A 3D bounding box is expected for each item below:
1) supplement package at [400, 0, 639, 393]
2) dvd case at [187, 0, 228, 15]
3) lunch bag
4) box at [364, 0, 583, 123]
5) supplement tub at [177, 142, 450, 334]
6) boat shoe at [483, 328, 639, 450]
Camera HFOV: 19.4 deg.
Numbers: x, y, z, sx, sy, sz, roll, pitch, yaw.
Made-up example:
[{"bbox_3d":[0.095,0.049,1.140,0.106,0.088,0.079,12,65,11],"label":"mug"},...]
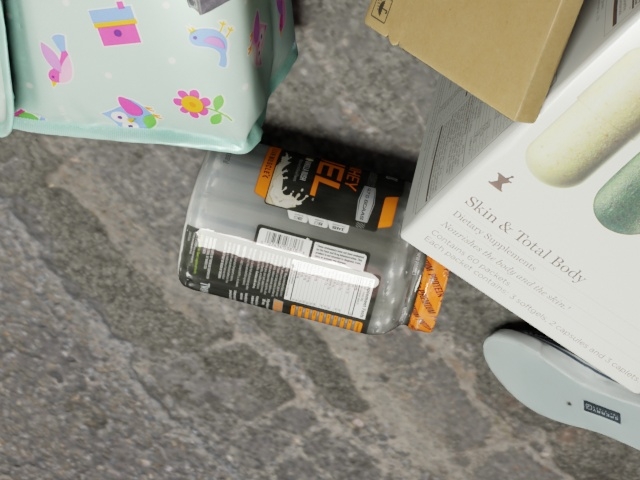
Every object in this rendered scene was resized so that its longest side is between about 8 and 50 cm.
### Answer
[{"bbox_3d":[0.216,-0.084,1.167,0.199,0.198,0.263,33,130,-15],"label":"supplement package"},{"bbox_3d":[0.001,-0.248,1.089,0.018,0.221,0.164,35,147,40],"label":"dvd case"},{"bbox_3d":[-0.160,-0.184,1.200,0.262,0.160,0.223,6,129,12],"label":"lunch bag"},{"bbox_3d":[0.108,-0.189,1.089,0.021,0.164,0.201,7,112,-37],"label":"box"},{"bbox_3d":[0.000,0.000,1.353,0.190,0.117,0.117,14,133,1],"label":"supplement tub"},{"bbox_3d":[0.219,0.101,1.430,0.183,0.083,0.065,24,138,30],"label":"boat shoe"}]
